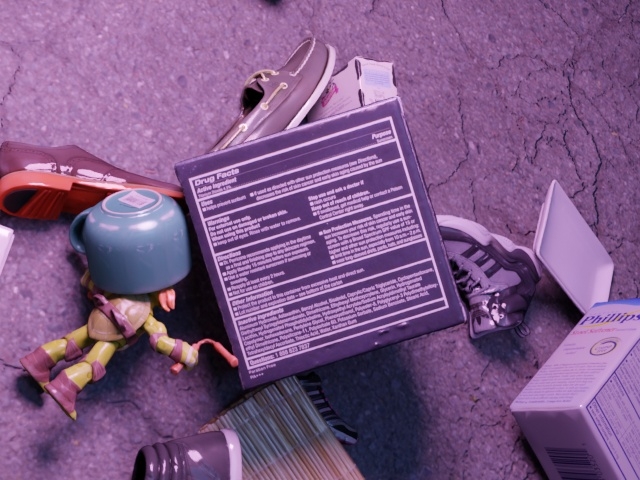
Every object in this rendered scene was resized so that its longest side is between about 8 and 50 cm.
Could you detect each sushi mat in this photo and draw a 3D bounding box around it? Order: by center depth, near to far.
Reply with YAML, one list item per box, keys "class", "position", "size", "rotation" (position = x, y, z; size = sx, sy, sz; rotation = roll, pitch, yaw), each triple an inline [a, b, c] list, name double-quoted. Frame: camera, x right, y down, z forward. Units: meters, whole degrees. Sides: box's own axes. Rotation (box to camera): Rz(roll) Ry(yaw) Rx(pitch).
- class: "sushi mat"
  position: [-0.017, 0.341, 1.400]
  size: [0.151, 0.019, 0.317]
  rotation: [-34, 92, -3]

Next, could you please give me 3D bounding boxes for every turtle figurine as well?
- class: "turtle figurine"
  position: [-0.247, 0.117, 1.283]
  size: [0.217, 0.087, 0.269]
  rotation: [-42, 60, -18]

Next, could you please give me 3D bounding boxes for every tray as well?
- class: "tray"
  position: [0.416, 0.032, 1.729]
  size: [0.270, 0.030, 0.145]
  rotation: [44, 53, -41]

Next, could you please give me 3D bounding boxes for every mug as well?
- class: "mug"
  position: [-0.242, -0.005, 1.300]
  size: [0.157, 0.129, 0.097]
  rotation: [-5, 118, -4]

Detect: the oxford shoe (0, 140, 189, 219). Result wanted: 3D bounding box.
- class: "oxford shoe"
  position: [-0.292, -0.081, 1.379]
  size: [0.271, 0.097, 0.098]
  rotation: [9, 52, -35]

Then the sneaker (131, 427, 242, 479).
- class: "sneaker"
  position: [-0.173, 0.383, 1.291]
  size: [0.146, 0.104, 0.296]
  rotation: [3, 71, -22]

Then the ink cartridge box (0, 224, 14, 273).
- class: "ink cartridge box"
  position: [-0.505, 0.016, 1.157]
  size: [0.272, 0.198, 0.115]
  rotation: [23, 64, -21]

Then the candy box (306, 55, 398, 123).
- class: "candy box"
  position: [0.054, -0.133, 1.553]
  size: [0.071, 0.159, 0.234]
  rotation: [2, 73, -31]

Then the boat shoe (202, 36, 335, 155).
- class: "boat shoe"
  position: [-0.076, -0.195, 1.530]
  size: [0.091, 0.109, 0.305]
  rotation: [39, 62, -19]

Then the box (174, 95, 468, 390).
- class: "box"
  position: [0.000, 0.000, 1.355]
  size: [0.296, 0.183, 0.294]
  rotation: [-17, 93, -1]

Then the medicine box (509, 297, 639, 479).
- class: "medicine box"
  position: [0.479, 0.276, 1.641]
  size: [0.289, 0.149, 0.264]
  rotation: [-41, 107, -34]

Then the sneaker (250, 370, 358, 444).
- class: "sneaker"
  position: [-0.011, 0.223, 1.453]
  size: [0.170, 0.063, 0.075]
  rotation: [34, 66, -11]

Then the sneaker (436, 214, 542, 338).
- class: "sneaker"
  position: [0.235, 0.063, 1.624]
  size: [0.268, 0.101, 0.153]
  rotation: [20, 62, -26]
